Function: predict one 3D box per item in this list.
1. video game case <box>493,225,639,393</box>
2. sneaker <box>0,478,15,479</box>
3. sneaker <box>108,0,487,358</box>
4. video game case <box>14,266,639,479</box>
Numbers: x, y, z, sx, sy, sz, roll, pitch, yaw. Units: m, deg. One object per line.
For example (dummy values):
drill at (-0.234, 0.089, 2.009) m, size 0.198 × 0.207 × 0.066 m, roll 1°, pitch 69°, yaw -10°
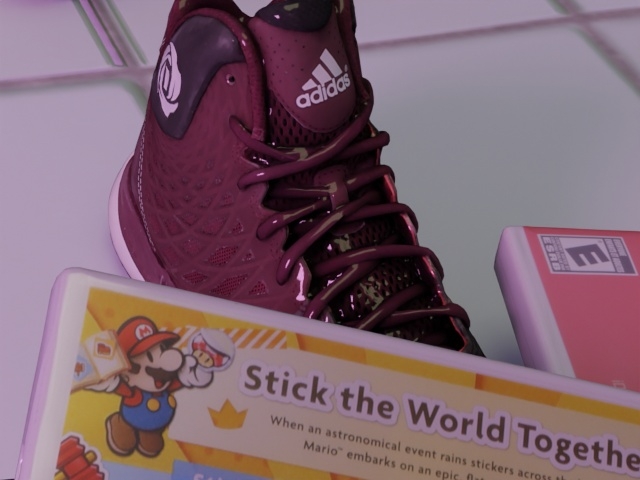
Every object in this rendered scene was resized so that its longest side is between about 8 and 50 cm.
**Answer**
video game case at (0.222, 0.070, 0.640) m, size 0.285 × 0.025 × 0.204 m, roll 3°, pitch 39°, yaw -12°
sneaker at (-0.149, 0.158, 0.469) m, size 0.234 × 0.084 × 0.097 m, roll -31°, pitch 68°, yaw -21°
sneaker at (0.000, 0.000, 0.628) m, size 0.106 × 0.162 × 0.281 m, roll -16°, pitch 45°, yaw -29°
video game case at (0.019, 0.127, 0.481) m, size 0.227 × 0.026 × 0.206 m, roll 13°, pitch 64°, yaw -13°
